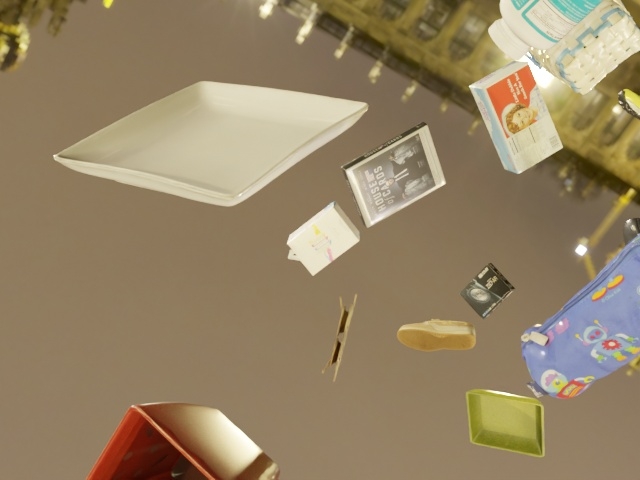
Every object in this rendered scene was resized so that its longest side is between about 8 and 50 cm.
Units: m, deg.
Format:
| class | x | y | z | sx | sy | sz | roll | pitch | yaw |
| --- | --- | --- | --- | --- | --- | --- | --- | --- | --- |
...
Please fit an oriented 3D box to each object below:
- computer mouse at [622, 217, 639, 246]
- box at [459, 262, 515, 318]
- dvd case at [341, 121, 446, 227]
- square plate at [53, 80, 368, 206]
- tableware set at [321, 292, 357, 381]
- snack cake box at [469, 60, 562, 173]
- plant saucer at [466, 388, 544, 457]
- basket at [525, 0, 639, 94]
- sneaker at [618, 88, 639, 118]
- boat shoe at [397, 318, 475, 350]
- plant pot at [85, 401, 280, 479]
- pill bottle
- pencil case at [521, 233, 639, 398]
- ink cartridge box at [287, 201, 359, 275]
| class | x | y | z | sx | sy | sz | roll | pitch | yaw |
| --- | --- | --- | --- | --- | --- | --- | --- | --- | --- |
| computer mouse | 0.876 | 0.040 | 2.328 | 0.060 | 0.184 | 0.262 | -30 | -101 | -35 |
| box | 0.306 | 0.093 | 1.703 | 0.067 | 0.083 | 0.018 | 49 | -150 | 17 |
| dvd case | 0.184 | -0.161 | 2.284 | 0.029 | 0.238 | 0.179 | 43 | 160 | 56 |
| square plate | -0.156 | -0.149 | 1.388 | 0.344 | 0.049 | 0.347 | 13 | -146 | 32 |
| tableware set | 0.042 | 0.229 | 2.197 | 0.039 | 0.194 | 0.128 | 15 | -141 | 4 |
| snack cake box | 0.529 | -0.333 | 2.502 | 0.264 | 0.152 | 0.089 | 63 | 172 | -19 |
| plant saucer | 0.459 | 0.437 | 2.272 | 0.188 | 0.188 | 0.045 | 7 | -141 | 23 |
| basket | 0.571 | -0.487 | 2.113 | 0.201 | 0.254 | 0.289 | 30 | -154 | -48 |
| sneaker | 0.778 | -0.307 | 2.127 | 0.208 | 0.094 | 0.081 | 24 | -164 | -17 |
| boat shoe | 0.254 | 0.201 | 2.015 | 0.170 | 0.063 | 0.059 | 4 | -144 | 11 |
| plant pot | -0.226 | 0.437 | 1.612 | 0.267 | 0.267 | 0.235 | 39 | -160 | 17 |
| pill bottle | 0.455 | -0.477 | 1.818 | 0.146 | 0.264 | 0.146 | 30 | -144 | -25 |
| pencil case | 0.398 | 0.100 | 1.265 | 0.133 | 0.306 | 0.119 | 23 | -137 | -18 |
| ink cartridge box | 0.000 | 0.000 | 1.953 | 0.090 | 0.143 | 0.092 | 51 | -170 | -7 |
